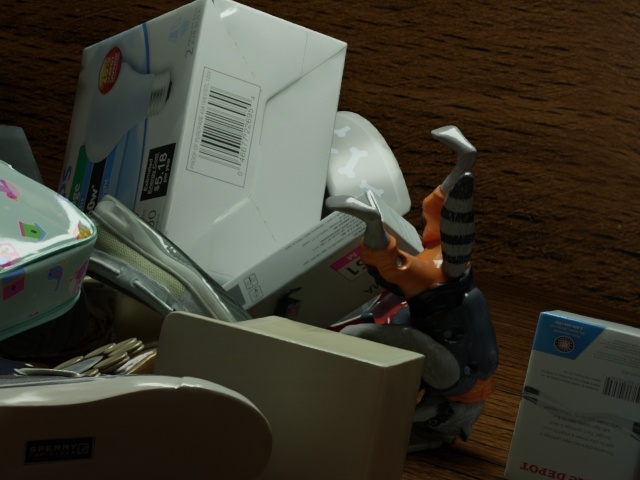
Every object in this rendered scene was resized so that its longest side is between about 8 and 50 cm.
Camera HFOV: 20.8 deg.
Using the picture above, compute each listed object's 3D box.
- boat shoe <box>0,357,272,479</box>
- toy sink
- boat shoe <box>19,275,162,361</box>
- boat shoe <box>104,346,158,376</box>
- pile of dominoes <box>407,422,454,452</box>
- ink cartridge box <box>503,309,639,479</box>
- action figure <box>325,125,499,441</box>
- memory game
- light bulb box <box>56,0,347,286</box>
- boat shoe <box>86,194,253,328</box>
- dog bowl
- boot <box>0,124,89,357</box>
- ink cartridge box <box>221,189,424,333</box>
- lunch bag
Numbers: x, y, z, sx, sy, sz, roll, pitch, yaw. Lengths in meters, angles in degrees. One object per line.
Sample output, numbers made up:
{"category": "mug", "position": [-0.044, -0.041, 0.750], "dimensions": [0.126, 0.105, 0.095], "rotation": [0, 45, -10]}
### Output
{"category": "boat shoe", "position": [-0.220, 0.153, 1.548], "dimensions": [0.340, 0.127, 0.158], "rotation": [6, 16, -31]}
{"category": "toy sink", "position": [-0.035, 0.161, 1.712], "dimensions": [0.234, 0.153, 0.131], "rotation": [12, 6, 20]}
{"category": "boat shoe", "position": [-0.285, 0.097, 2.067], "dimensions": [0.302, 0.109, 0.098], "rotation": [2, 15, -23]}
{"category": "boat shoe", "position": [-0.202, 0.151, 1.770], "dimensions": [0.073, 0.073, 0.207], "rotation": [2, 10, 35]}
{"category": "pile of dominoes", "position": [0.032, 0.204, 2.058], "dimensions": [0.251, 0.040, 0.196], "rotation": [25, 13, 33]}
{"category": "ink cartridge box", "position": [0.292, 0.183, 1.897], "dimensions": [0.139, 0.191, 0.082], "rotation": [14, 6, 19]}
{"category": "action figure", "position": [0.107, 0.085, 1.923], "dimensions": [0.178, 0.330, 0.341], "rotation": [2, 29, 33]}
{"category": "memory game", "position": [-0.256, 0.139, 1.702], "dimensions": [0.186, 0.012, 0.186], "rotation": [-24, 6, 3]}
{"category": "light bulb box", "position": [-0.174, -0.095, 2.310], "dimensions": [0.225, 0.358, 0.361], "rotation": [18, -16, -31]}
{"category": "boat shoe", "position": [-0.170, 0.071, 1.977], "dimensions": [0.320, 0.103, 0.118], "rotation": [41, 0, 30]}
{"category": "dog bowl", "position": [0.000, 0.000, 2.395], "dimensions": [0.102, 0.349, 0.349], "rotation": [-7, 15, -29]}
{"category": "boot", "position": [-0.474, -0.018, 1.982], "dimensions": [0.367, 0.146, 0.445], "rotation": [6, 25, -22]}
{"category": "ink cartridge box", "position": [0.011, 0.075, 2.128], "dimensions": [0.239, 0.275, 0.060], "rotation": [38, 23, -51]}
{"category": "lunch bag", "position": [-0.381, -0.007, 1.697], "dimensions": [0.279, 0.108, 0.224], "rotation": [28, 29, 20]}
